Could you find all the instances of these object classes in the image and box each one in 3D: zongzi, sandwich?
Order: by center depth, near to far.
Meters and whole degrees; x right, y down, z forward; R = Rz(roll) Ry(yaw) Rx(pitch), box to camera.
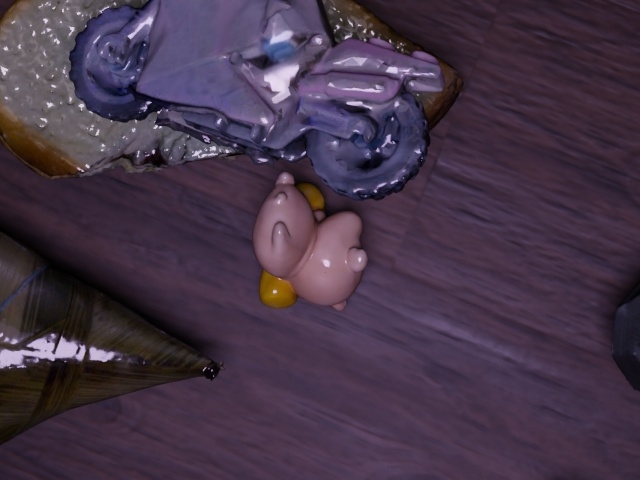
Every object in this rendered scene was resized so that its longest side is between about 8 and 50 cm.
[{"bbox_3d":[-0.079,-0.111,0.807,0.288,0.099,0.254,39,85,2],"label":"sandwich"},{"bbox_3d":[-0.223,0.123,0.809,0.242,0.112,0.221,29,90,2],"label":"zongzi"}]

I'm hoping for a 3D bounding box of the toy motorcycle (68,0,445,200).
[{"bbox_3d":[-0.027,-0.147,0.706,0.239,0.108,0.204,21,84,1],"label":"toy motorcycle"}]

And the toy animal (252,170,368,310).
[{"bbox_3d":[0.000,0.000,0.802,0.082,0.114,0.091,16,59,15],"label":"toy animal"}]

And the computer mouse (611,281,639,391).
[{"bbox_3d":[0.311,0.041,0.799,0.231,0.071,0.126,-21,102,-5],"label":"computer mouse"}]
